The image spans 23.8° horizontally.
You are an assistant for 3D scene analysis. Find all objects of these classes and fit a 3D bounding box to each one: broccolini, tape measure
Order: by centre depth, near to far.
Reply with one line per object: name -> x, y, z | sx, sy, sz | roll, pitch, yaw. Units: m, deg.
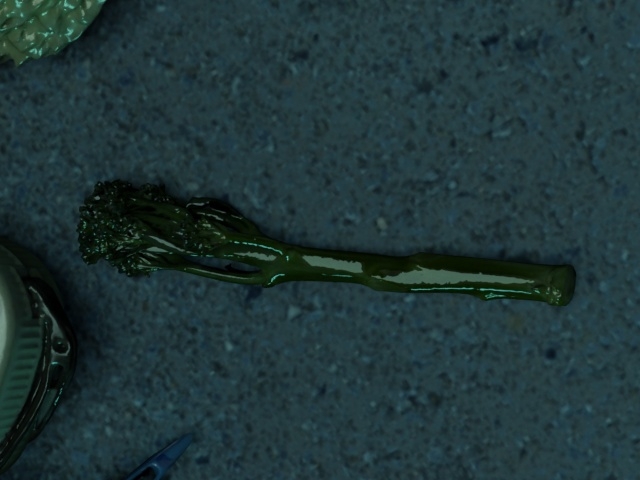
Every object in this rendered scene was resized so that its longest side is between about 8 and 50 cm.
broccolini -> -0.001, 0.006, 1.172 | 0.392, 0.074, 0.078 | 4, 102, 11
tape measure -> -0.321, 0.117, 1.210 | 0.231, 0.133, 0.271 | 24, 93, 16

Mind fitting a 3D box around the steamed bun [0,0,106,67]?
steamed bun -> -0.289, -0.255, 1.135 | 0.290, 0.273, 0.272 | -41, 130, 13

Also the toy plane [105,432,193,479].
toy plane -> -0.198, 0.238, 1.215 | 0.246, 0.078, 0.169 | -43, 93, -15
